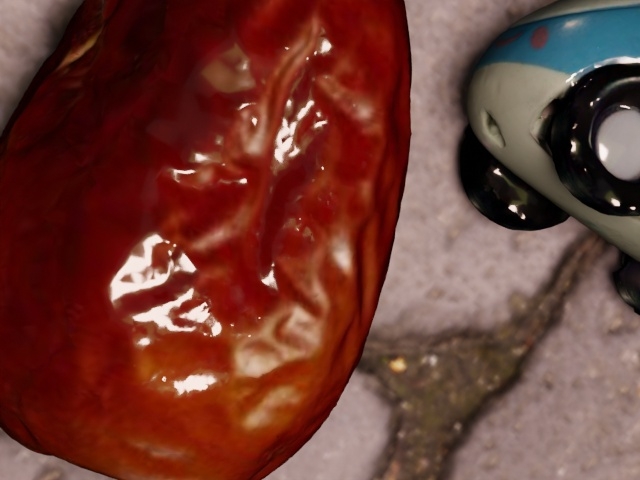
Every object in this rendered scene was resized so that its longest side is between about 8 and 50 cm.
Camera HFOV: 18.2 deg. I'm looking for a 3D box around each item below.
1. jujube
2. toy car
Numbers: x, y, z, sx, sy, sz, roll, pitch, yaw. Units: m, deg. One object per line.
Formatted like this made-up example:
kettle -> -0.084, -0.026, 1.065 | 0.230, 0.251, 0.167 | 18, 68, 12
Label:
jujube -> -0.067, -0.023, 1.068 | 0.223, 0.223, 0.318 | 20, 87, -15
toy car -> 0.214, -0.064, 1.141 | 0.255, 0.188, 0.190 | 30, 80, -12
